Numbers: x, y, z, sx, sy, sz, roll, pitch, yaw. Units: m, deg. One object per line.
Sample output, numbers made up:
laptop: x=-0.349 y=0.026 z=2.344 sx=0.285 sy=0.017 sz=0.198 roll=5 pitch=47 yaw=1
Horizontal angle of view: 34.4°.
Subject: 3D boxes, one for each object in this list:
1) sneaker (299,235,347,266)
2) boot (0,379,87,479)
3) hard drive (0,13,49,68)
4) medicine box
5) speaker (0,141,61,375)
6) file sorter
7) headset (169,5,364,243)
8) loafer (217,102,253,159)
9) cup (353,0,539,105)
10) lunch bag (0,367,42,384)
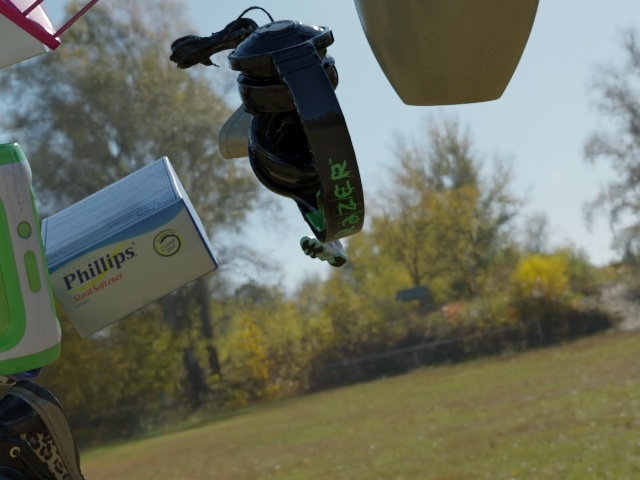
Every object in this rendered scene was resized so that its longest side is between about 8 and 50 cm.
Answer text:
sneaker: x=0.000 y=0.000 z=1.725 sx=0.038 sy=0.069 sz=0.098 roll=-37 pitch=-47 yaw=27
boot: x=-0.462 y=0.429 z=1.507 sx=0.138 sy=0.377 sz=0.284 roll=8 pitch=30 yaw=33
hard drive: x=-0.804 y=-0.462 z=2.251 sx=0.353 sy=0.233 sz=0.047 roll=-20 pitch=16 yaw=-2
medicine box: x=-0.344 y=0.004 z=1.833 sx=0.263 sy=0.149 sz=0.289 roll=-28 pitch=24 yaw=-3
speaker: x=-0.430 y=0.023 z=1.385 sx=0.131 sy=0.297 sz=0.131 roll=-8 pitch=10 yaw=1
file sorter: x=-0.464 y=-0.474 z=1.552 sx=0.182 sy=0.202 sz=0.290 roll=-39 pitch=-35 yaw=12
headset: x=-0.063 y=-0.160 z=1.284 sx=0.185 sy=0.394 sz=0.243 roll=-17 pitch=-43 yaw=-8
loafer: x=-0.113 y=-0.259 z=2.128 sx=0.092 sy=0.268 sz=0.102 roll=14 pitch=-36 yaw=22
cup: x=0.218 y=-0.354 z=1.759 sx=0.331 sy=0.237 sz=0.331 roll=-4 pitch=13 yaw=1
lunch bag: x=-0.653 y=0.096 z=1.634 sx=0.327 sy=0.385 sz=0.239 roll=-5 pitch=39 yaw=16
